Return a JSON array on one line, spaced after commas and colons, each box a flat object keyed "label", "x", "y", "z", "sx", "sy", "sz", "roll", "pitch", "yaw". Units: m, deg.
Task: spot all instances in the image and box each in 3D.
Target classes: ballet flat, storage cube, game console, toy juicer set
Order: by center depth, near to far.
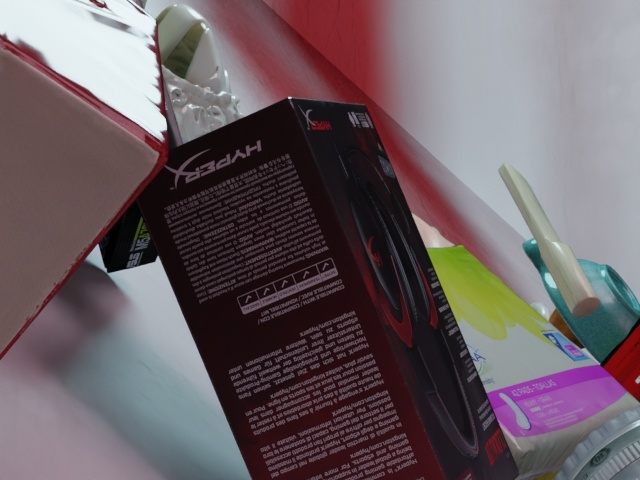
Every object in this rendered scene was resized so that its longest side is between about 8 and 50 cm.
[{"label": "storage cube", "x": -0.199, "y": -0.060, "z": 0.917, "sx": 0.183, "sy": 0.215, "sz": 0.193, "roll": 37, "pitch": 16, "yaw": -20}, {"label": "game console", "x": 0.305, "y": 0.114, "z": 1.710, "sx": 0.085, "sy": 0.144, "sz": 0.124, "roll": 34, "pitch": 10, "yaw": -23}, {"label": "ballet flat", "x": -0.175, "y": -0.177, "z": 1.780, "sx": 0.409, "sy": 0.147, "sz": 0.147, "roll": 29, "pitch": 13, "yaw": -46}, {"label": "toy juicer set", "x": 0.272, "y": 0.093, "z": 1.904, "sx": 0.329, "sy": 0.089, "sz": 0.209, "roll": 44, "pitch": 19, "yaw": -29}]

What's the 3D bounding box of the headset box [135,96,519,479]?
[{"label": "headset box", "x": 0.015, "y": 0.070, "z": 1.154, "sx": 0.293, "sy": 0.110, "sz": 0.218, "roll": 68, "pitch": 13, "yaw": 3}]

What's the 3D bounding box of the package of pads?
[{"label": "package of pads", "x": 0.107, "y": 0.104, "z": 1.538, "sx": 0.229, "sy": 0.101, "sz": 0.296, "roll": 42, "pitch": 19, "yaw": 20}]

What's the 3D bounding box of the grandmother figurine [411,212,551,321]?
[{"label": "grandmother figurine", "x": 0.124, "y": 0.031, "z": 2.122, "sx": 0.342, "sy": 0.104, "sz": 0.208, "roll": 42, "pitch": 22, "yaw": -5}]

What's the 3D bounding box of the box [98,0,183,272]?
[{"label": "box", "x": -0.141, "y": -0.095, "z": 1.304, "sx": 0.184, "sy": 0.045, "sz": 0.191, "roll": 118, "pitch": -43, "yaw": -70}]

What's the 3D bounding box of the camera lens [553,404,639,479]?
[{"label": "camera lens", "x": 0.274, "y": 0.246, "z": 1.270, "sx": 0.219, "sy": 0.219, "sz": 0.274, "roll": 36, "pitch": 10, "yaw": -19}]
